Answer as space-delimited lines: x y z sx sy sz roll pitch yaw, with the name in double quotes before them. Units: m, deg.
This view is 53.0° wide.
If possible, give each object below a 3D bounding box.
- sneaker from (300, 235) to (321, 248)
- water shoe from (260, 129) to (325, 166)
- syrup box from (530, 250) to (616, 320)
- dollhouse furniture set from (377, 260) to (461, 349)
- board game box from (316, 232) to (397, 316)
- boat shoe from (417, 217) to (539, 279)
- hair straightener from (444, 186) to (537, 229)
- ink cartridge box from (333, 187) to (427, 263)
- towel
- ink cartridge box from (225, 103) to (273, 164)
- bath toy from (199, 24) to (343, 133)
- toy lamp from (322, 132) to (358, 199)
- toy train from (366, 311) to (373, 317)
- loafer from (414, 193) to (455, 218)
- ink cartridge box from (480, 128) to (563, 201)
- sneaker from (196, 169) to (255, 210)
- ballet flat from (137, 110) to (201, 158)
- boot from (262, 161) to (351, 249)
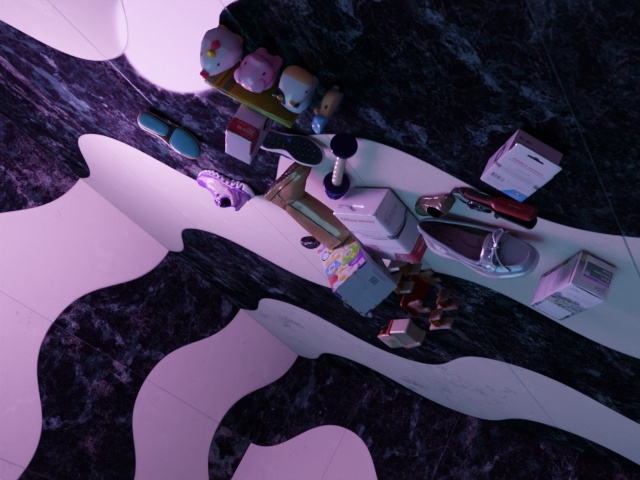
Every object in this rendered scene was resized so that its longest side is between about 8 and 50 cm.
"sneaker" -0.001 0.002 2.279 0.170 0.051 0.089 16 157 21
"water shoe" -0.070 -0.254 1.749 0.203 0.073 0.080 23 -174 17
"syrup box" 0.629 0.119 1.613 0.093 0.096 0.237 27 160 3
"dollhouse furniture set" 0.292 0.213 2.075 0.262 0.259 0.135 40 148 -22
"board game box" 0.105 0.080 1.985 0.144 0.142 0.275 40 -167 -26
"boat shoe" 0.396 0.012 1.642 0.320 0.118 0.103 22 171 39
"hair straightener" 0.404 -0.072 1.533 0.230 0.047 0.089 18 157 30
"ink cartridge box" 0.178 -0.044 1.837 0.172 0.100 0.237 6 151 48
"towel" -0.150 -0.359 1.523 0.237 0.102 0.021 29 155 2
"ink cartridge box" -0.163 -0.297 1.585 0.072 0.175 0.127 26 161 1
"bath toy" -0.126 -0.363 1.443 0.348 0.129 0.151 28 161 5
"toy lamp" 0.049 -0.184 1.707 0.080 0.080 0.275 27 161 7
"toy train" 0.141 0.162 2.356 0.190 0.142 0.334 34 162 18
"loafer" 0.287 -0.085 1.660 0.056 0.050 0.148 35 160 -14
"ink cartridge box" 0.412 -0.155 1.298 0.104 0.060 0.180 30 161 0
"sneaker" -0.350 -0.170 2.260 0.236 0.105 0.095 21 160 25
"ballet flat" -0.481 -0.347 2.086 0.232 0.080 0.073 35 -172 -7
"boot" -0.010 -0.108 1.901 0.269 0.089 0.236 38 146 -14
